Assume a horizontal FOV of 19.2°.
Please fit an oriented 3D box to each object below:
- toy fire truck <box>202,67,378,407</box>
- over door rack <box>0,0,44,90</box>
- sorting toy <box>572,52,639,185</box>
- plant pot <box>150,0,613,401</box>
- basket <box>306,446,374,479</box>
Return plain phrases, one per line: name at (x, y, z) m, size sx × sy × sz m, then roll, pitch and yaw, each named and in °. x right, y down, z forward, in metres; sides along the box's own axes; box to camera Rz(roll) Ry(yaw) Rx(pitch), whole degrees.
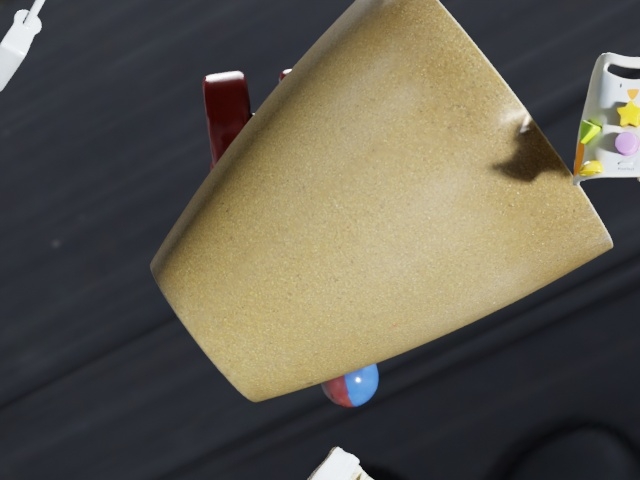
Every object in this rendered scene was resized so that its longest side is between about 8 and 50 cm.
toy fire truck at (0.000, 0.000, 1.601) m, size 0.302 × 0.169 × 0.254 m, roll 89°, pitch -7°, yaw -58°
over door rack at (-0.272, -0.314, 1.486) m, size 0.239 × 0.108 × 0.324 m, roll 30°, pitch 63°, yaw -13°
sorting toy at (0.180, -0.070, 1.081) m, size 0.045 × 0.083 × 0.075 m, roll 16°, pitch 76°, yaw -63°
plant pot at (0.021, -0.016, 1.254) m, size 0.237 × 0.254 × 0.237 m, roll 54°, pitch 2°, yaw -3°
basket at (-0.010, 0.235, 1.206) m, size 0.103 × 0.167 × 0.113 m, roll 38°, pitch 27°, yaw 4°
